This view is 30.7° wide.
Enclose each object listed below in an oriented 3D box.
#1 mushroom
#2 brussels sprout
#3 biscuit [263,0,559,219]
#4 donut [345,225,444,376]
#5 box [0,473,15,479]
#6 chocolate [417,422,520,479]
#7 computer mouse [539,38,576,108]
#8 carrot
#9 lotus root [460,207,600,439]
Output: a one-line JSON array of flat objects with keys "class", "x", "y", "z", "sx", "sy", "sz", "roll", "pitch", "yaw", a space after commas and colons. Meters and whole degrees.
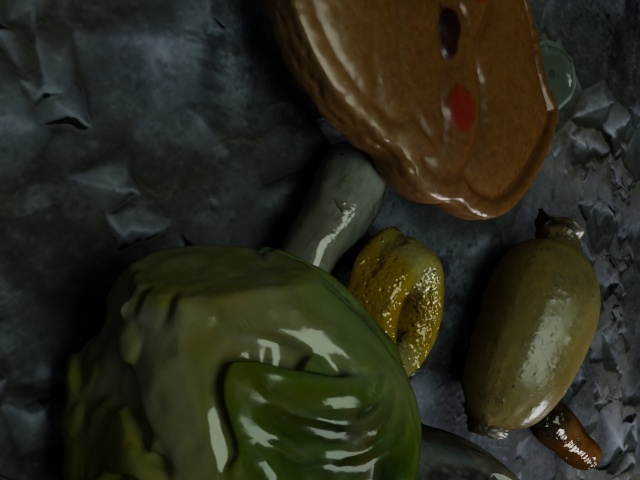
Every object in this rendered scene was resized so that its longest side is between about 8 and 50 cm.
[{"class": "mushroom", "x": 0.000, "y": -0.001, "z": 1.191, "sx": 0.081, "sy": 0.092, "sz": 0.223, "roll": 28, "pitch": 64, "yaw": 2}, {"class": "brussels sprout", "x": -0.060, "y": 0.169, "z": 1.011, "sx": 0.344, "sy": 0.268, "sz": 0.344, "roll": -8, "pitch": 107, "yaw": -29}, {"class": "biscuit", "x": 0.114, "y": -0.213, "z": 1.238, "sx": 0.455, "sy": 0.078, "sz": 0.350, "roll": 28, "pitch": 66, "yaw": -40}, {"class": "donut", "x": 0.081, "y": 0.075, "z": 1.257, "sx": 0.162, "sy": 0.065, "sz": 0.178, "roll": -51, "pitch": 147, "yaw": -38}, {"class": "box", "x": -0.227, "y": 0.224, "z": 0.932, "sx": 0.100, "sy": 0.152, "sz": 0.048, "roll": 37, "pitch": 72, "yaw": -41}, {"class": "chocolate", "x": 0.136, "y": 0.353, "z": 1.277, "sx": 0.303, "sy": 0.213, "sz": 0.303, "roll": -4, "pitch": 96, "yaw": -45}, {"class": "computer mouse", "x": 0.243, "y": -0.167, "z": 1.437, "sx": 0.089, "sy": 0.056, "sz": 0.182, "roll": 46, "pitch": 67, "yaw": -18}, {"class": "carrot", "x": 0.330, "y": 0.265, "z": 1.575, "sx": 0.186, "sy": 0.060, "sz": 0.060, "roll": 45, "pitch": 63, "yaw": -46}, {"class": "lotus root", "x": 0.263, "y": 0.105, "z": 1.434, "sx": 0.146, "sy": 0.130, "sz": 0.303, "roll": 41, "pitch": 66, "yaw": -41}]
